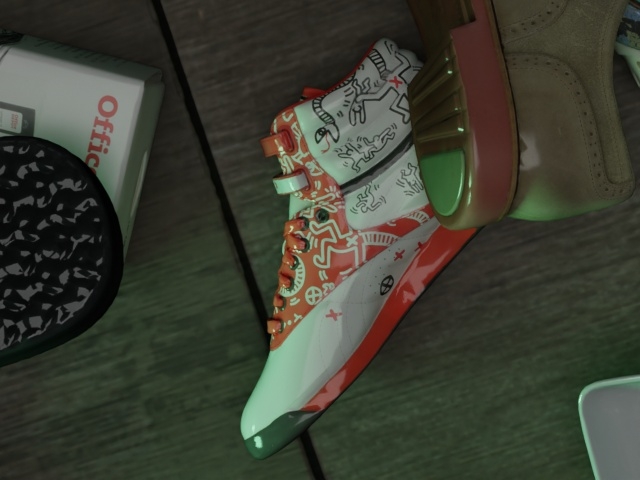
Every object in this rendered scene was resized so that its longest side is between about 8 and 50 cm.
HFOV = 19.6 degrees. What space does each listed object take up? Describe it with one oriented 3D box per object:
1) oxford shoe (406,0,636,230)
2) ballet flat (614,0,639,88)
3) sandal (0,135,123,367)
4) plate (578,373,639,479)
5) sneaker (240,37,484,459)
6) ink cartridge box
[{"bbox_3d":[0.119,-0.177,1.128,0.130,0.123,0.348,-1,81,-15],"label":"oxford shoe"},{"bbox_3d":[0.238,-0.110,1.172,0.188,0.070,0.070,25,99,0],"label":"ballet flat"},{"bbox_3d":[-0.332,0.059,1.122,0.446,0.107,0.167,-13,81,2],"label":"sandal"},{"bbox_3d":[0.326,0.182,1.187,0.278,0.045,0.277,-10,113,14],"label":"plate"},{"bbox_3d":[0.000,-0.001,1.187,0.145,0.090,0.270,40,95,-3],"label":"sneaker"},{"bbox_3d":[-0.216,-0.060,1.186,0.203,0.086,0.148,13,99,1],"label":"ink cartridge box"}]
